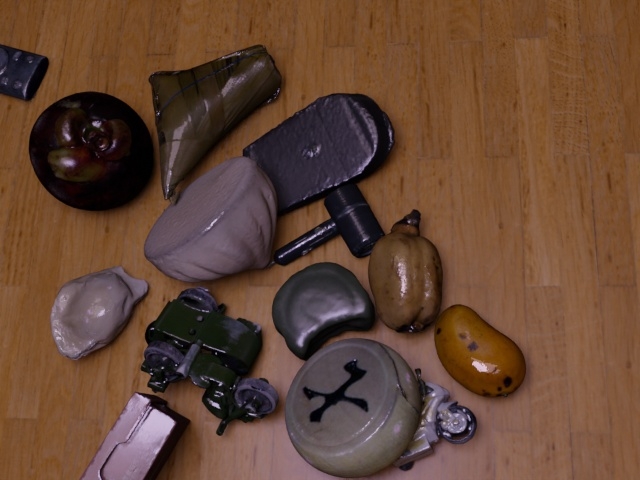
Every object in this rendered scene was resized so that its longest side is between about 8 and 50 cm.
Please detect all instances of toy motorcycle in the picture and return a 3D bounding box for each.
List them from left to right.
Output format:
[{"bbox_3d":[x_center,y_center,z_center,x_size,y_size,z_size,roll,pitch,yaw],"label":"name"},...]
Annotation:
[{"bbox_3d":[-0.185,0.200,1.399,0.275,0.127,0.205,22,45,6],"label":"toy motorcycle"},{"bbox_3d":[0.138,0.296,1.342,0.229,0.074,0.151,-21,60,11],"label":"toy motorcycle"}]

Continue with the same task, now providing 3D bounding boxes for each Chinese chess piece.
[{"bbox_3d":[0.053,0.265,1.306,0.238,0.092,0.237,-21,44,22],"label":"Chinese chess piece"}]

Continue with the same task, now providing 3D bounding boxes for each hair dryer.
[{"bbox_3d":[0.000,0.000,1.471,0.219,0.071,0.124,-28,70,5],"label":"hair dryer"}]

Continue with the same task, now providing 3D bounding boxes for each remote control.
[{"bbox_3d":[-0.764,-0.390,1.722,0.378,0.044,0.107,17,79,14],"label":"remote control"}]

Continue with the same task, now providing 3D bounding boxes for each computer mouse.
[{"bbox_3d":[-0.002,-0.163,1.515,0.295,0.087,0.168,-26,76,13],"label":"computer mouse"}]

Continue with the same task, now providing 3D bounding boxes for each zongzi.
[{"bbox_3d":[-0.186,-0.223,1.517,0.260,0.123,0.289,-17,55,3],"label":"zongzi"}]

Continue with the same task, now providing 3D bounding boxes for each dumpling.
[{"bbox_3d":[-0.410,0.121,1.465,0.136,0.118,0.199,39,60,16],"label":"dumpling"}]

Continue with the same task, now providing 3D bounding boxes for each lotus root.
[{"bbox_3d":[0.147,0.054,1.398,0.125,0.118,0.221,8,71,-36],"label":"lotus root"}]

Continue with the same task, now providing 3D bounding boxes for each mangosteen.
[{"bbox_3d":[-0.417,-0.167,1.479,0.228,0.265,0.228,1,85,-15],"label":"mangosteen"}]

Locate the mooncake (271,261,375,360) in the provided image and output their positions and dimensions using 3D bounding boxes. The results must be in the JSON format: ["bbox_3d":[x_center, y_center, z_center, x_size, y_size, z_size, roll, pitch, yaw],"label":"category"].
[{"bbox_3d":[0.007,0.128,1.396,0.175,0.104,0.168,1,60,15],"label":"mooncake"}]

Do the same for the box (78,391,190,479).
[{"bbox_3d":[-0.308,0.361,1.317,0.086,0.215,0.215,30,77,3],"label":"box"}]

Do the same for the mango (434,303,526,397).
[{"bbox_3d":[0.260,0.189,1.353,0.178,0.090,0.115,40,71,21],"label":"mango"}]

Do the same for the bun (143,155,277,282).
[{"bbox_3d":[-0.167,-0.009,1.437,0.263,0.263,0.175,-46,114,-8],"label":"bun"}]
